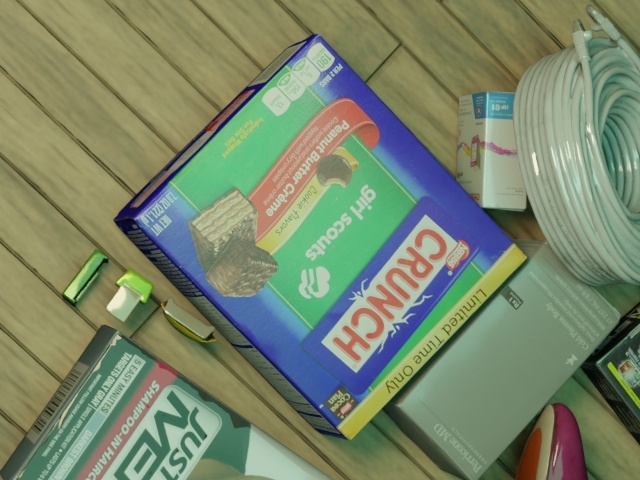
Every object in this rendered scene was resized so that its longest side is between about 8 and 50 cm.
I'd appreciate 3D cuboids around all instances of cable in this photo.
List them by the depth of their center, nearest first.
[{"bbox_3d":[0.291,-0.078,1.839,0.257,0.089,0.257,38,52,-42],"label":"cable"}]

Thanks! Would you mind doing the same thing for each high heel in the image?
[{"bbox_3d":[0.293,0.351,1.883,0.181,0.127,0.377,1,107,-5],"label":"high heel"}]

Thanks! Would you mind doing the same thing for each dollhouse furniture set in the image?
[{"bbox_3d":[-0.179,0.075,1.786,0.152,0.076,0.058,35,80,-2],"label":"dollhouse furniture set"}]

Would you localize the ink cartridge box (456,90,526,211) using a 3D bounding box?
[{"bbox_3d":[0.179,-0.092,1.870,0.052,0.088,0.122,1,90,-15],"label":"ink cartridge box"}]

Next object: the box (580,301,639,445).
[{"bbox_3d":[0.443,0.165,1.959,0.216,0.060,0.270,-41,100,-10],"label":"box"}]

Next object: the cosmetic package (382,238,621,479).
[{"bbox_3d":[0.180,0.123,1.867,0.127,0.107,0.238,44,77,-14],"label":"cosmetic package"}]

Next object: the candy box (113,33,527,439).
[{"bbox_3d":[0.000,0.000,1.807,0.268,0.122,0.317,-46,102,-10],"label":"candy box"}]

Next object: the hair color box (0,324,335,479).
[{"bbox_3d":[-0.111,0.265,1.786,0.374,0.113,0.185,36,82,-13],"label":"hair color box"}]
